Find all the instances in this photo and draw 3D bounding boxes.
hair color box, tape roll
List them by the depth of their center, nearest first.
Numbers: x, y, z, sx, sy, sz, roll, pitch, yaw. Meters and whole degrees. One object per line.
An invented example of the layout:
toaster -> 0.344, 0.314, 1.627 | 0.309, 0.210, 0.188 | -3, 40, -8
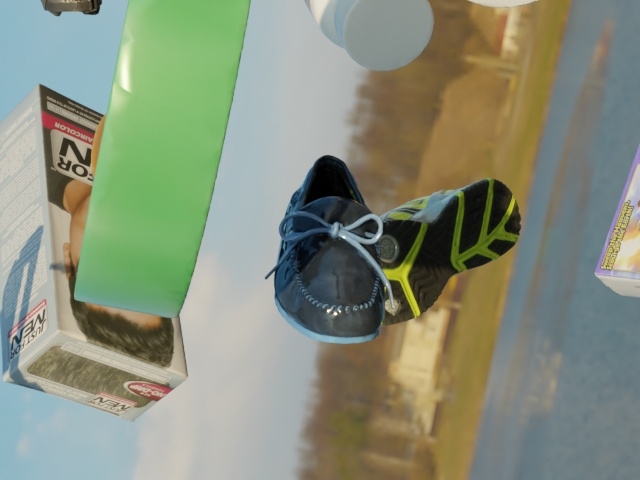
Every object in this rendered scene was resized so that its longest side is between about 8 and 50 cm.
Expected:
tape roll -> -0.106, -0.108, 1.069 | 0.321, 0.077, 0.321 | -168, 90, -82
hair color box -> -0.280, 0.011, 1.803 | 0.113, 0.185, 0.374 | -38, 46, 31

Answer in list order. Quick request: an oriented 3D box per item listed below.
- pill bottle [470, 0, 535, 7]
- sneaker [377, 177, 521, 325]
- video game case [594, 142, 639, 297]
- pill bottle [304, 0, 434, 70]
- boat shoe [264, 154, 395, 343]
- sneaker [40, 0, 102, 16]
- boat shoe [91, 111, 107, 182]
pill bottle -> 0.205, -0.417, 1.695 | 0.169, 0.169, 0.301 | 90, -177, -62
sneaker -> 0.108, 0.029, 2.113 | 0.147, 0.384, 0.145 | -13, 96, 55
video game case -> 0.413, -0.065, 1.442 | 0.061, 0.244, 0.269 | 33, -107, -40
pill bottle -> 0.047, -0.286, 1.704 | 0.229, 0.131, 0.131 | -113, 26, -54
boat shoe -> 0.000, 0.000, 1.301 | 0.258, 0.109, 0.089 | -114, 29, -63
sneaker -> -0.255, -0.307, 1.743 | 0.058, 0.152, 0.085 | -116, 8, -55
boat shoe -> -0.160, -0.110, 1.393 | 0.073, 0.073, 0.207 | 109, 177, -58
